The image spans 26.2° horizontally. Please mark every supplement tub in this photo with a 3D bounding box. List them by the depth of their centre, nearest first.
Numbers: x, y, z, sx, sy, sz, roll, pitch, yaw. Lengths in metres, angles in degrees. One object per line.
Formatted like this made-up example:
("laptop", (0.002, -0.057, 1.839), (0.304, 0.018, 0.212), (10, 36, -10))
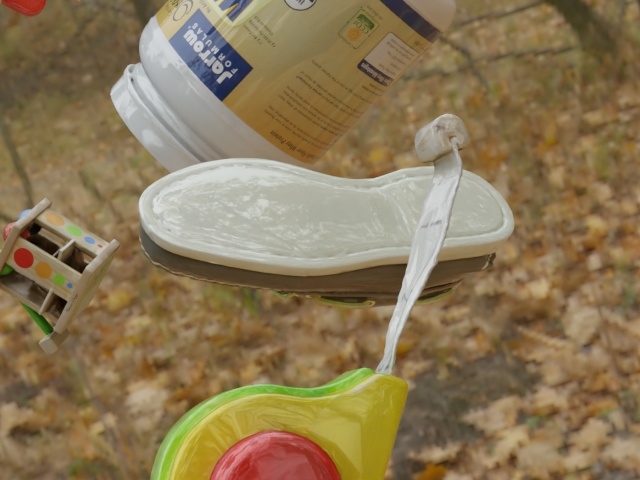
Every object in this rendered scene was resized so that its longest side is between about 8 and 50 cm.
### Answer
("supplement tub", (-0.042, -0.203, 1.419), (0.316, 0.228, 0.228), (-45, 10, 12))

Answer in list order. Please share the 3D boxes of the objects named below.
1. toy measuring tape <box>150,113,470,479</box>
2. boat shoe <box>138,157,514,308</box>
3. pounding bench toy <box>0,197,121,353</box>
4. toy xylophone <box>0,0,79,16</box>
("toy measuring tape", (-0.015, 0.074, 0.734), (0.121, 0.330, 0.121), (16, -11, 3))
("boat shoe", (0.002, 0.004, 1.030), (0.305, 0.109, 0.091), (-1, -39, -29))
("pounding bench toy", (-0.182, 0.026, 0.889), (0.083, 0.065, 0.052), (-59, 0, 25))
("toy xylophone", (-0.351, -0.393, 1.618), (0.322, 0.236, 0.081), (-61, 12, -21))
